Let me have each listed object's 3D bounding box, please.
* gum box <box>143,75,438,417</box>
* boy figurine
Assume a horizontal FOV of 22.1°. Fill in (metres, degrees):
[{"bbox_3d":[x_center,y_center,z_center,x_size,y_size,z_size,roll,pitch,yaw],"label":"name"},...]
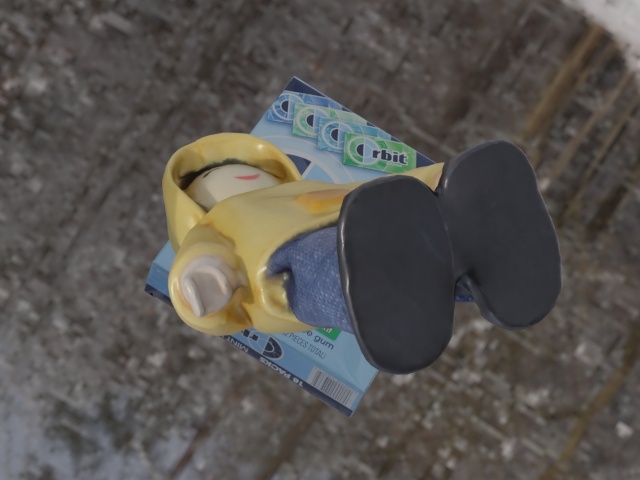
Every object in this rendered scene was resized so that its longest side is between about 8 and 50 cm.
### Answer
[{"bbox_3d":[0.000,0.000,1.073,0.157,0.041,0.184,32,-124,5],"label":"gum box"},{"bbox_3d":[0.005,-0.005,0.785,0.177,0.092,0.285,-19,-166,-20],"label":"boy figurine"}]
